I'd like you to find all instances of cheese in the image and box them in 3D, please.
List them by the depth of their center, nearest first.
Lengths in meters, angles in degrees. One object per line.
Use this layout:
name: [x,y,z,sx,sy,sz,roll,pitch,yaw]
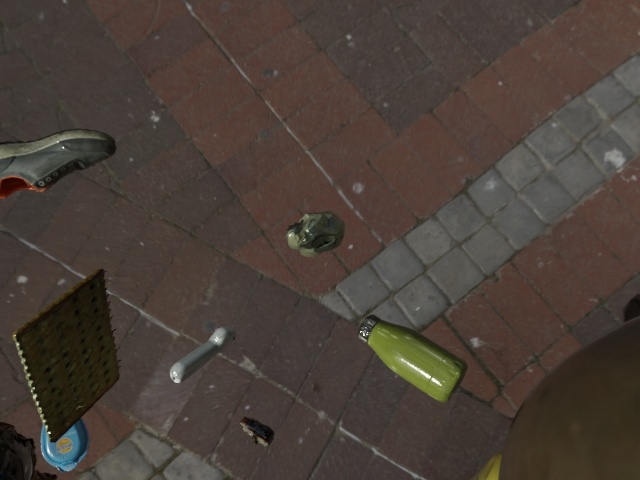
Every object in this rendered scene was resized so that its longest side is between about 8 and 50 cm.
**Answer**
cheese: [-0.608,0.412,1.285,0.106,0.037,0.256,-11,81,-13]

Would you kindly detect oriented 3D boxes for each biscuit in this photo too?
biscuit: [-0.323,0.155,0.722,0.016,0.231,0.139,23,42,17]

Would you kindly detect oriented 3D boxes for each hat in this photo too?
hat: [-0.004,-0.001,1.072,0.081,0.166,0.122,41,74,14]

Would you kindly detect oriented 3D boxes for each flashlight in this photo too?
flashlight: [-0.301,0.288,1.396,0.047,0.093,0.200,39,51,19]

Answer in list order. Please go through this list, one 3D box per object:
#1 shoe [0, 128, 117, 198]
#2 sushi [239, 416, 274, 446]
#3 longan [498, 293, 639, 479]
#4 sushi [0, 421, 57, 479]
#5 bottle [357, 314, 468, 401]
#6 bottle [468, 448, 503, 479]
shoe: [-0.403,-0.111,0.820,0.195,0.074,0.077,-10,75,-10]
sushi: [-0.143,0.424,1.215,0.083,0.046,0.044,26,55,11]
longan: [0.235,0.170,0.340,0.243,0.300,0.300,1,76,6]
sushi: [-0.347,0.261,0.545,0.140,0.287,0.149,20,53,-1]
bottle: [0.209,0.267,1.289,0.260,0.112,0.112,30,77,25]
bottle: [0.416,0.514,1.127,0.172,0.351,0.171,2,51,-2]
